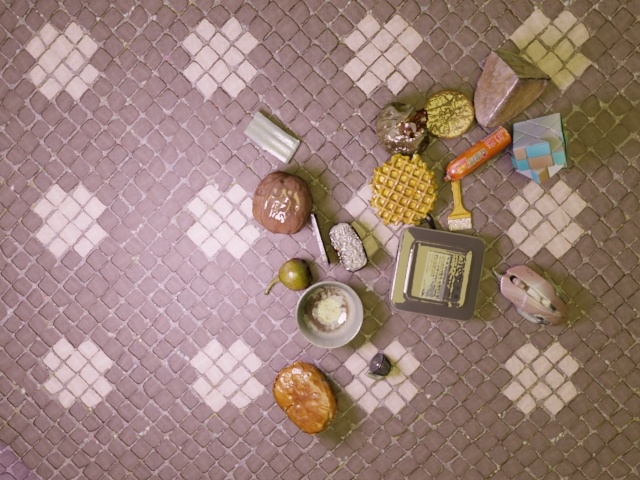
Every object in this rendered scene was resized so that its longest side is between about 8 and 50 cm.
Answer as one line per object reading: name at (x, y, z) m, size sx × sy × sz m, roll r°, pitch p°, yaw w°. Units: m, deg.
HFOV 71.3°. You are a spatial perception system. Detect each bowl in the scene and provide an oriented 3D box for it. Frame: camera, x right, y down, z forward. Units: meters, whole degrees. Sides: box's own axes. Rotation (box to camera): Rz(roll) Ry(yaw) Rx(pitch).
bowl at (0.039, 0.308, 1.926) m, size 0.288 × 0.146 × 0.290 m, roll 0°, pitch 92°, yaw 1°

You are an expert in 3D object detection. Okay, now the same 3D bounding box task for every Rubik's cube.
Rubik's cube at (0.890, -0.371, 1.816) m, size 0.224 × 0.266 × 0.213 m, roll -8°, pitch 136°, yaw 34°

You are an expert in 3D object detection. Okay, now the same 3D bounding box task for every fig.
fig at (-0.154, 0.170, 1.955) m, size 0.245 × 0.149 × 0.149 m, roll -23°, pitch 93°, yaw 23°

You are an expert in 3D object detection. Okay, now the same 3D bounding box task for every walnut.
walnut at (-0.161, -0.152, 1.862) m, size 0.272 × 0.227 × 0.274 m, roll 0°, pitch 100°, yaw 2°

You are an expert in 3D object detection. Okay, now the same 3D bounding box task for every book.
book at (-0.001, 0.000, 1.899) m, size 0.026 × 0.157 × 0.232 m, roll -16°, pitch 93°, yaw 5°

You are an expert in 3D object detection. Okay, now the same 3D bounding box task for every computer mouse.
computer mouse at (0.905, 0.228, 1.902) m, size 0.388 × 0.115 × 0.200 m, roll 37°, pitch 91°, yaw -1°

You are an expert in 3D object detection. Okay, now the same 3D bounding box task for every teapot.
teapot at (0.266, 0.562, 1.977) m, size 0.090 × 0.124 × 0.092 m, roll 33°, pitch 53°, yaw -15°

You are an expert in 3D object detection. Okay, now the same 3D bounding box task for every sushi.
sushi at (0.122, 0.026, 1.911) m, size 0.124 × 0.127 × 0.225 m, roll -29°, pitch 85°, yaw 5°

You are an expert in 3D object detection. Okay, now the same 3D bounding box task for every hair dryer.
hair dryer at (0.456, -0.070, 1.946) m, size 0.083 × 0.031 × 0.079 m, roll -24°, pitch 102°, yaw 17°

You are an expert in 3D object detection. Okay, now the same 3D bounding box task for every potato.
potato at (0.766, -0.622, 1.859) m, size 0.189 × 0.211 × 0.265 m, roll -4°, pitch 139°, yaw -32°

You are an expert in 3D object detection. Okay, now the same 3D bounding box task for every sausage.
sausage at (0.649, -0.351, 1.875) m, size 0.312 × 0.093 × 0.093 m, roll -36°, pitch 92°, yaw 2°

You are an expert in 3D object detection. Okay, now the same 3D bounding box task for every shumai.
shumai at (0.340, -0.454, 1.830) m, size 0.189 × 0.218 × 0.256 m, roll -45°, pitch 94°, yaw -1°

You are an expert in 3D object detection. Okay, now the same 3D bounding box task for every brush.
brush at (0.594, -0.178, 1.935) m, size 0.103 × 0.013 × 0.273 m, roll -7°, pitch 93°, yaw 3°

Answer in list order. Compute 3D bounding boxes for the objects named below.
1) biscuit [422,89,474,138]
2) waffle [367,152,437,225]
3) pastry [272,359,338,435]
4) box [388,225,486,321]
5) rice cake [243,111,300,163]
biscuit at (0.540, -0.536, 1.894) m, size 0.219 × 0.033 × 0.220 m, roll 0°, pitch 91°, yaw 11°
waffle at (0.345, -0.211, 1.885) m, size 0.328 × 0.062 × 0.330 m, roll 3°, pitch 109°, yaw 8°
pastry at (-0.061, 0.678, 1.948) m, size 0.255 × 0.162 × 0.311 m, roll -39°, pitch 81°, yaw 15°
box at (0.501, 0.142, 1.912) m, size 0.372 × 0.090 × 0.368 m, roll 9°, pitch 92°, yaw 0°
rice cake at (-0.210, -0.442, 1.935) m, size 0.237 × 0.043 × 0.127 m, roll 35°, pitch 96°, yaw 0°
